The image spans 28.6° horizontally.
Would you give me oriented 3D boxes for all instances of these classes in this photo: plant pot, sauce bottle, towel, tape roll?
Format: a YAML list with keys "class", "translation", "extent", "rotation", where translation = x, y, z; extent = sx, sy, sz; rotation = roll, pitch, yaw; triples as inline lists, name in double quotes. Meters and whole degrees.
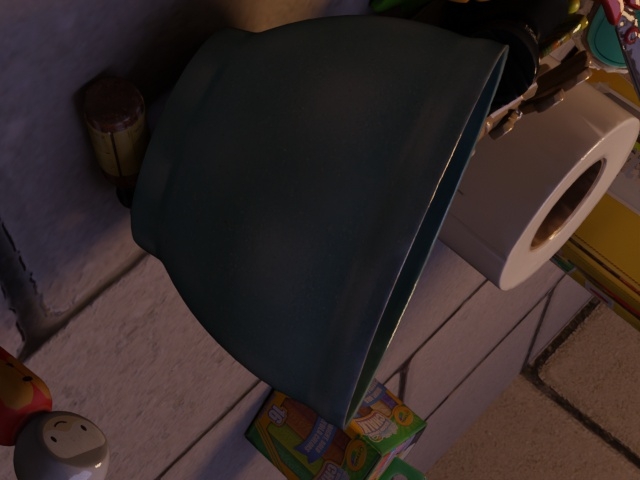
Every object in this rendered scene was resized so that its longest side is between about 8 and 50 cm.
- class: "plant pot"
  translation: [-0.013, -0.037, 0.897]
  extent: [0.293, 0.196, 0.293]
  rotation: [23, 90, -83]
- class: "sauce bottle"
  translation: [-0.137, -0.063, 0.871]
  extent: [0.042, 0.042, 0.128]
  rotation: [-42, 162, -21]
- class: "towel"
  translation: [0.160, -0.157, 1.272]
  extent: [0.237, 0.021, 0.102]
  rotation: [-36, -172, -13]
- class: "tape roll"
  translation: [0.219, -0.088, 1.425]
  extent: [0.246, 0.169, 0.246]
  rotation: [-42, 160, -19]

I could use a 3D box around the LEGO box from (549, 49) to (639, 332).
- class: "LEGO box"
  translation: [0.508, -0.055, 1.624]
  extent: [0.372, 0.500, 0.193]
  rotation: [-48, 161, -3]

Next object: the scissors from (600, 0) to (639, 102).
- class: "scissors"
  translation: [0.284, -0.210, 1.206]
  extent: [0.109, 0.021, 0.297]
  rotation: [-26, 131, -18]

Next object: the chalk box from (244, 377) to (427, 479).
- class: "chalk box"
  translation: [0.037, 0.261, 1.616]
  extent: [0.132, 0.213, 0.132]
  rotation: [-18, 144, -57]

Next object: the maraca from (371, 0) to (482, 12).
- class: "maraca"
  translation: [0.120, -0.240, 1.034]
  extent: [0.185, 0.099, 0.127]
  rotation: [-32, 164, 38]

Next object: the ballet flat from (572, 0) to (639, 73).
- class: "ballet flat"
  translation: [0.413, -0.379, 1.419]
  extent: [0.409, 0.147, 0.147]
  rotation: [-55, 161, 25]

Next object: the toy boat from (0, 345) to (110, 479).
- class: "toy boat"
  translation: [-0.300, 0.210, 0.862]
  extent: [0.318, 0.148, 0.267]
  rotation: [-43, 160, -17]

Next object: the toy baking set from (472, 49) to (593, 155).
- class: "toy baking set"
  translation: [0.153, -0.112, 1.203]
  extent: [0.256, 0.030, 0.197]
  rotation: [-33, -174, 6]

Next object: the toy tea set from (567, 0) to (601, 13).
- class: "toy tea set"
  translation: [0.299, -0.379, 1.197]
  extent: [0.336, 0.124, 0.200]
  rotation: [-48, 132, 5]

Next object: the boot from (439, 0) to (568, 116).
- class: "boot"
  translation: [0.108, -0.148, 1.155]
  extent: [0.246, 0.094, 0.207]
  rotation: [-28, -168, 26]
